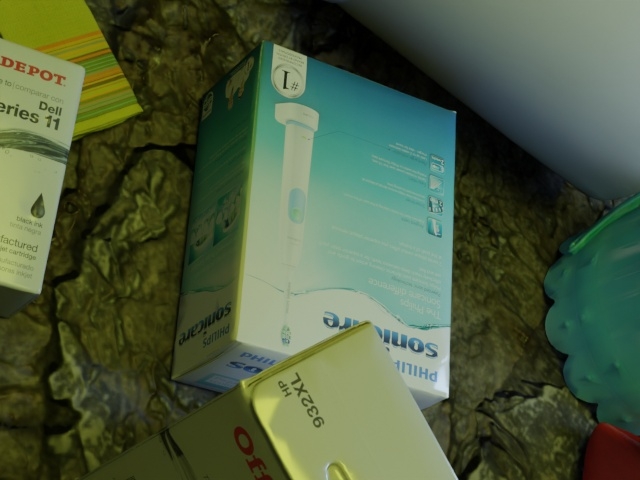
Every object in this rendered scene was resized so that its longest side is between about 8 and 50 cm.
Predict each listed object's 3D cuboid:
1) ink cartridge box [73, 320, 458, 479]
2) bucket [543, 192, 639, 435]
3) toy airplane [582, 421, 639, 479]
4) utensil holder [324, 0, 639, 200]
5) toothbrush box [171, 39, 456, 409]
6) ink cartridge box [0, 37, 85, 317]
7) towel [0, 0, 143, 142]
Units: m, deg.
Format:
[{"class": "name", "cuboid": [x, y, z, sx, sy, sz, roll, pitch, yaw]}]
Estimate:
[{"class": "ink cartridge box", "cuboid": [-0.032, 0.220, 1.123, 0.129, 0.307, 0.223, -25, 84, -37]}, {"class": "bucket", "cuboid": [0.392, 0.070, 1.539, 0.281, 0.183, 0.281, 13, 62, -27]}, {"class": "toy airplane", "cuboid": [0.357, 0.356, 1.337, 0.386, 0.272, 0.384, 41, 20, 6]}, {"class": "utensil holder", "cuboid": [0.226, -0.271, 1.505, 0.385, 0.328, 0.327, 36, 54, -17]}, {"class": "toothbrush box", "cuboid": [0.000, 0.000, 1.357, 0.216, 0.126, 0.295, 17, 61, -27]}, {"class": "ink cartridge box", "cuboid": [-0.289, -0.061, 1.213, 0.153, 0.087, 0.208, 17, 66, -24]}, {"class": "towel", "cuboid": [-0.254, -0.201, 1.355, 0.102, 0.021, 0.237, -24, 83, -41]}]
